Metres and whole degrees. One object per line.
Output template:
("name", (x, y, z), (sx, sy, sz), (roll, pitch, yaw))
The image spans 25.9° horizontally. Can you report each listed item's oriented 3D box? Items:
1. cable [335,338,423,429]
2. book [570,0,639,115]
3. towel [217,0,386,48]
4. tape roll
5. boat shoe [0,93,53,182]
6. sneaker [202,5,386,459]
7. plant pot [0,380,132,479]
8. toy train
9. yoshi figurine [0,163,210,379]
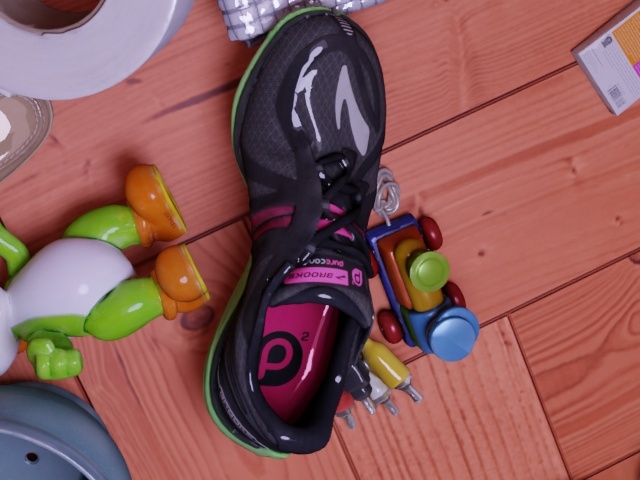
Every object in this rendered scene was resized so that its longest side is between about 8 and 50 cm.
("cable", (-0.003, 0.097, 1.627), (0.139, 0.072, 0.287), (-26, 94, 21))
("book", (0.381, -0.230, 1.650), (0.144, 0.035, 0.096), (-38, 111, -3))
("towel", (-0.006, -0.356, 1.484), (0.283, 0.121, 0.235), (-23, 109, -9))
("tape roll", (-0.264, -0.286, 1.384), (0.286, 0.100, 0.286), (3, 110, 7))
("boat shoe", (-0.432, -0.066, 1.442), (0.341, 0.110, 0.122), (-29, 107, -6))
("sneaker", (0.000, 0.000, 1.455), (0.185, 0.202, 0.483), (1, 100, -26))
("plant pot", (-0.324, 0.269, 1.474), (0.293, 0.196, 0.293), (2, 115, 4))
("toy train", (0.101, 0.015, 1.574), (0.105, 0.143, 0.248), (-23, 107, -8))
("yoshi figurine", (-0.313, 0.050, 1.450), (0.362, 0.203, 0.203), (-23, 110, -1))
